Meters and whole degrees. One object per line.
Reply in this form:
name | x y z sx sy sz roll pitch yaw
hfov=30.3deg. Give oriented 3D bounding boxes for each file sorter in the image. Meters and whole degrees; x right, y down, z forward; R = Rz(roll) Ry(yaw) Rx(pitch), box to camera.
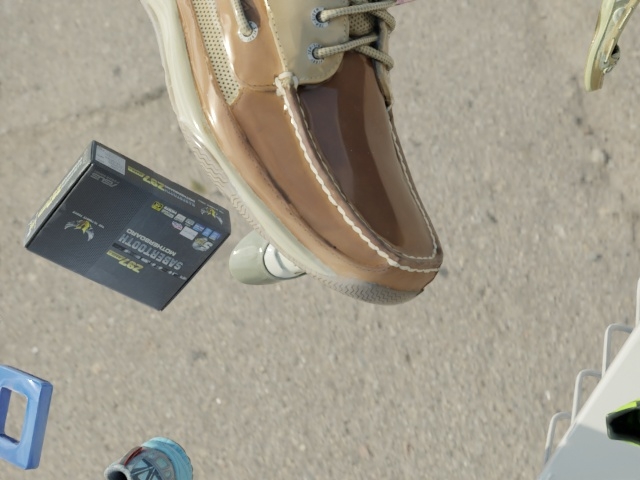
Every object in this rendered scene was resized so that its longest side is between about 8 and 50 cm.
file sorter | 0.357 0.154 1.148 0.192 0.278 0.173 27 30 3

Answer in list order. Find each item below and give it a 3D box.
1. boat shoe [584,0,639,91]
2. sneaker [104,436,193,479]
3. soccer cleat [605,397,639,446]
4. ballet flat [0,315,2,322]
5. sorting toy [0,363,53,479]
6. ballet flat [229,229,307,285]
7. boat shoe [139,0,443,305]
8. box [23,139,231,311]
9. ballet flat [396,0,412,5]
boat shoe | 0.368 -0.254 1.488 0.048 0.153 0.056 17 32 13
sneaker | -0.227 0.373 1.421 0.104 0.125 0.262 0 91 30
soccer cleat | 0.297 0.153 0.901 0.072 0.060 0.179 -8 4 -32
ballet flat | -0.325 0.078 0.994 0.106 0.316 0.108 -32 90 -20
sorting toy | -0.226 0.264 0.845 0.196 0.047 0.348 -8 79 41
ballet flat | 0.000 0.000 1.318 0.213 0.072 0.068 -18 13 -3
boat shoe | -0.018 -0.115 0.660 0.116 0.123 0.324 -40 70 29
box | -0.271 -0.015 1.668 0.183 0.232 0.059 -45 31 28
ballet flat | 0.082 -0.198 0.765 0.221 0.079 0.077 6 79 57
